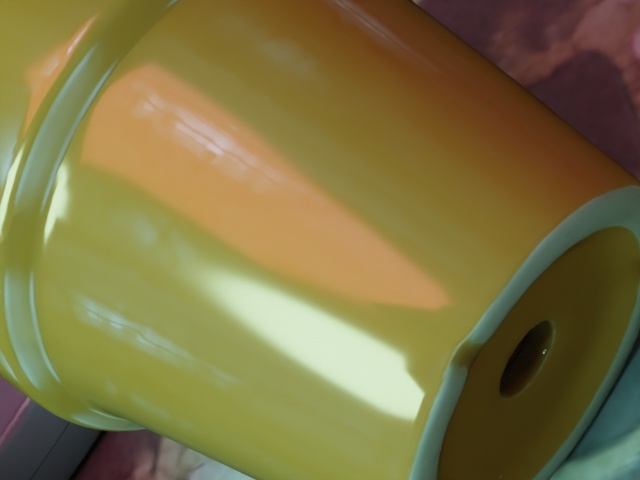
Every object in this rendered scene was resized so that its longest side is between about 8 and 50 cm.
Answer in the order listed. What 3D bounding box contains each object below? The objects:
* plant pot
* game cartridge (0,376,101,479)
[{"bbox_3d":[0.000,0.000,0.403,0.188,0.205,0.205,32,91,31],"label":"plant pot"},{"bbox_3d":[-0.139,-0.017,0.633,0.196,0.060,0.294,14,78,42],"label":"game cartridge"}]
